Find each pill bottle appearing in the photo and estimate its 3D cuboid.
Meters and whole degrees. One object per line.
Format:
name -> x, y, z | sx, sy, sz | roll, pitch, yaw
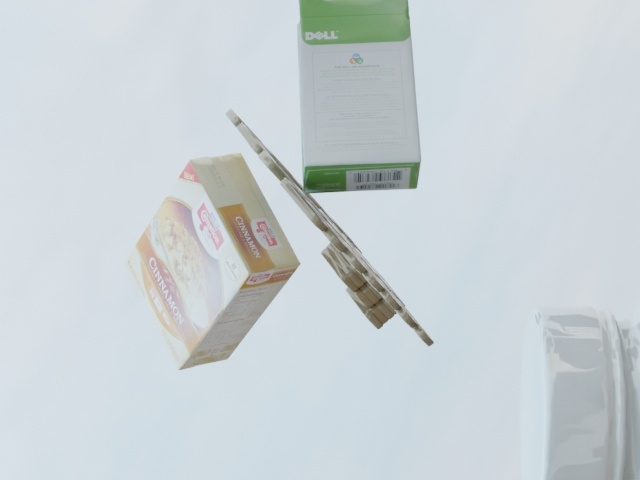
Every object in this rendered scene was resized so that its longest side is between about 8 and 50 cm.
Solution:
pill bottle -> 0.344, 0.140, 1.336 | 0.204, 0.361, 0.204 | -179, 90, -90

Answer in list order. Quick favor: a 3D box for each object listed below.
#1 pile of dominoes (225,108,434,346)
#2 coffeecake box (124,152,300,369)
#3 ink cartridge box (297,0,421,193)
pile of dominoes -> 0.000, 0.000, 1.676 | 0.040, 0.196, 0.251 | -41, -52, 3
coffeecake box -> -0.114, 0.023, 1.759 | 0.068, 0.142, 0.185 | -10, -29, -37
ink cartridge box -> 0.033, -0.151, 1.613 | 0.062, 0.109, 0.209 | 91, 176, -67
